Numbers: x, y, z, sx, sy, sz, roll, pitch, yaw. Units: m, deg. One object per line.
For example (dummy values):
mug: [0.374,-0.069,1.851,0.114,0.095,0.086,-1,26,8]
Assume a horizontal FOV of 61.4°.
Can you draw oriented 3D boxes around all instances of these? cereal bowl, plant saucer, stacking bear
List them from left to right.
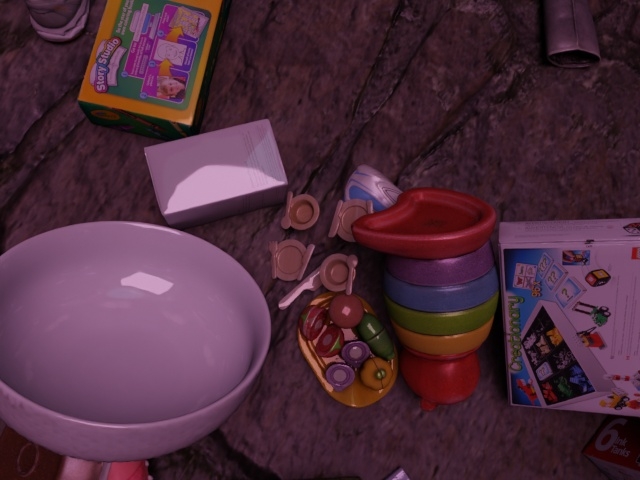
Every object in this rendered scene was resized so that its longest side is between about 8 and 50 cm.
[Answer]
plant saucer: [-0.348,0.270,0.667,0.198,0.036,0.199,-14,63,28]
cereal bowl: [-0.238,0.127,0.666,0.338,0.339,0.141,14,122,-9]
stacking bear: [0.160,0.096,0.743,0.175,0.164,0.289,-30,121,-41]

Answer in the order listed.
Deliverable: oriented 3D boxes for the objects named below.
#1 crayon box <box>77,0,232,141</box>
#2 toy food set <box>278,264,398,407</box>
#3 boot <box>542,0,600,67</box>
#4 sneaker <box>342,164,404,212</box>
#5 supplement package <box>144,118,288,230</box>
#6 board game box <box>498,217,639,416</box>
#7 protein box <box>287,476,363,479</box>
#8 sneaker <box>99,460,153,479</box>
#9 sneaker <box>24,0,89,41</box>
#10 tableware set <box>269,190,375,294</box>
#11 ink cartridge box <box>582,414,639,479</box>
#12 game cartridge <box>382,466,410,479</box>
crayon box: [-0.245,-0.302,0.829,0.165,0.081,0.279,12,78,-5]
toy food set: [0.035,0.139,0.787,0.128,0.071,0.218,-33,85,-13]
boot: [0.404,-0.417,0.954,0.189,0.076,0.209,6,85,-5]
sneaker: [0.142,-0.030,0.838,0.237,0.085,0.086,29,103,-5]
supplement package: [-0.150,-0.093,0.790,0.179,0.105,0.105,-16,82,-11]
board game box: [0.342,0.110,0.710,0.192,0.306,0.053,-1,36,22]
protein box: [-0.030,0.425,0.689,0.200,0.136,0.200,1,80,-8]
sneaker: [-0.264,0.339,0.706,0.136,0.115,0.314,23,64,-37]
sneaker: [-0.383,-0.444,0.818,0.099,0.121,0.263,8,78,-7]
tableware set: [0.000,0.000,0.798,0.168,0.020,0.141,10,84,23]
ink cartridge box: [0.558,0.250,0.716,0.130,0.309,0.272,44,76,2]
game cartridge: [0.120,0.380,0.781,0.056,0.017,0.083,-35,85,-9]
